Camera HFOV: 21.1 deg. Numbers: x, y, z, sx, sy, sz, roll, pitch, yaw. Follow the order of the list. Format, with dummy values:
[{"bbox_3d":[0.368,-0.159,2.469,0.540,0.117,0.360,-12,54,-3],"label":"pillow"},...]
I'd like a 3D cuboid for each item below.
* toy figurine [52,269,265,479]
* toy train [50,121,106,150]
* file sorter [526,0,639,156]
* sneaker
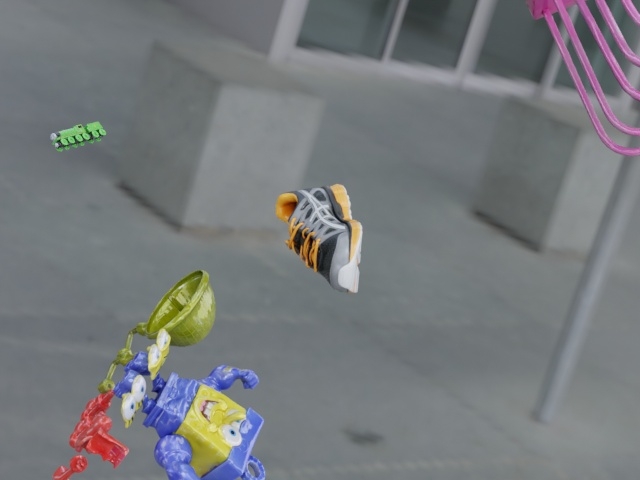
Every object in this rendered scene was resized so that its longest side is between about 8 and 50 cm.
[{"bbox_3d":[-0.159,0.223,2.092,0.217,0.191,0.362,38,31,-9],"label":"toy figurine"},{"bbox_3d":[-0.282,-0.122,1.994,0.024,0.017,0.083,54,35,11],"label":"toy train"},{"bbox_3d":[0.294,-0.209,1.368,0.202,0.182,0.291,-22,-17,-1],"label":"file sorter"},{"bbox_3d":[0.000,0.000,2.020,0.083,0.084,0.215,2,24,-12],"label":"sneaker"}]
